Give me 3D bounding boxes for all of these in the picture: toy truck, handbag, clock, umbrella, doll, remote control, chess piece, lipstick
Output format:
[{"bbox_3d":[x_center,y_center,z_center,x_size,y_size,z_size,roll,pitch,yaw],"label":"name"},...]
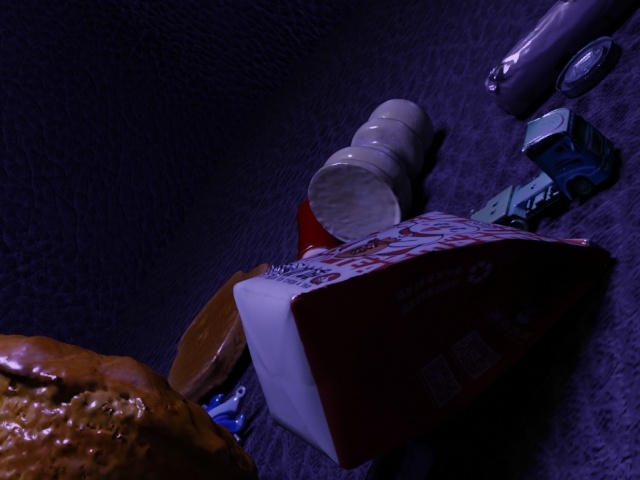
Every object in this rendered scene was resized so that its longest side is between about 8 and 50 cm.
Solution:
[{"bbox_3d":[0.208,-0.061,0.865,0.175,0.081,0.067,-38,18,41],"label":"toy truck"},{"bbox_3d":[0.094,0.063,0.729,0.298,0.151,0.171,-18,8,-21],"label":"handbag"},{"bbox_3d":[0.318,-0.206,1.009,0.085,0.017,0.085,-47,15,17],"label":"clock"},{"bbox_3d":[0.339,-0.294,1.051,0.337,0.073,0.067,-46,24,18],"label":"umbrella"},{"bbox_3d":[-0.160,0.284,1.171,0.096,0.070,0.195,31,84,45],"label":"doll"},{"bbox_3d":[0.032,0.259,0.656,0.266,0.066,0.090,-57,15,-20],"label":"remote control"},{"bbox_3d":[0.095,-0.118,1.260,0.144,0.144,0.251,-37,14,42],"label":"chess piece"},{"bbox_3d":[0.000,0.000,1.342,0.080,0.080,0.241,-47,14,15],"label":"lipstick"}]

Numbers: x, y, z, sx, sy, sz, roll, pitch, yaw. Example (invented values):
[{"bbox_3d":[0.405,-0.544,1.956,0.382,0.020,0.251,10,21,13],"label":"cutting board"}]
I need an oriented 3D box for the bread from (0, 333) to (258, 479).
[{"bbox_3d":[-0.259,0.258,0.965,0.398,0.398,0.215,-28,35,56],"label":"bread"}]

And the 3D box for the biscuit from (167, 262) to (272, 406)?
[{"bbox_3d":[-0.164,0.157,1.493,0.287,0.057,0.344,-49,15,10],"label":"biscuit"}]
